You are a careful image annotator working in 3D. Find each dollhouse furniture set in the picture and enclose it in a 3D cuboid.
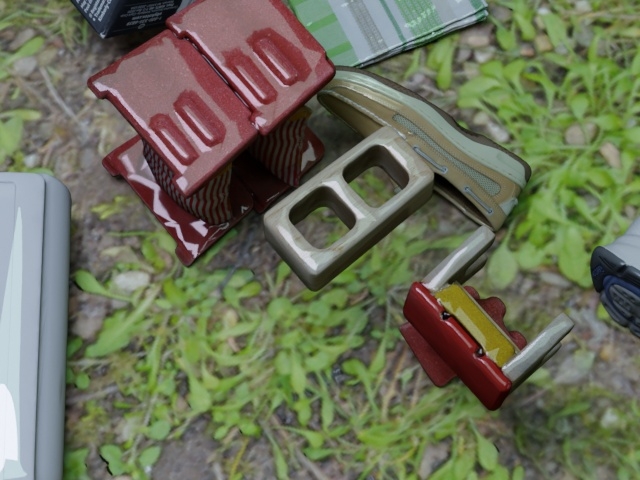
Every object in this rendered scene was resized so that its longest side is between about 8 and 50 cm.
[{"bbox_3d":[0.000,0.000,1.419,0.152,0.201,0.374,-38,77,-13],"label":"dollhouse furniture set"}]

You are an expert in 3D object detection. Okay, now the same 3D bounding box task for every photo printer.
[{"bbox_3d":[-0.320,0.104,1.432,0.256,0.107,0.307,-3,68,2],"label":"photo printer"}]

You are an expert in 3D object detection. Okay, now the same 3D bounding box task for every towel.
[{"bbox_3d":[0.053,-0.206,1.592,0.152,0.023,0.113,-23,66,-4],"label":"towel"}]

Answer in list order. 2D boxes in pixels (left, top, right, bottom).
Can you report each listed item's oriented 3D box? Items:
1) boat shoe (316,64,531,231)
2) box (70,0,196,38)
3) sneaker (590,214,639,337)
[{"bbox_3d":[0.074,-0.069,1.484,0.190,0.068,0.072,28,79,-8],"label":"boat shoe"},{"bbox_3d":[-0.173,-0.317,1.549,0.165,0.143,0.270,-18,61,-45],"label":"box"},{"bbox_3d":[0.354,0.059,1.421,0.297,0.111,0.129,36,68,15],"label":"sneaker"}]
